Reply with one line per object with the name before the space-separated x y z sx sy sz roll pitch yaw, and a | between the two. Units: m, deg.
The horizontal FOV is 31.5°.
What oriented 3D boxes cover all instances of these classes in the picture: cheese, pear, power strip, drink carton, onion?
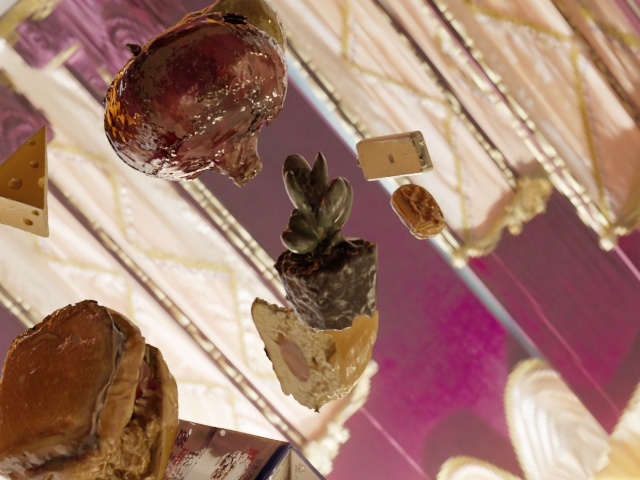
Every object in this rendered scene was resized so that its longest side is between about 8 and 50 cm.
cheese | -0.506 -0.112 1.980 0.093 0.126 0.171 103 3 -56
pear | -0.131 -0.289 1.663 0.167 0.137 0.167 -31 -157 15
power strip | 0.137 -0.160 2.148 0.035 0.081 0.192 -26 -167 -34
drink carton | -0.127 0.313 1.422 0.315 0.107 0.131 -3 -137 55
onion | -0.148 -0.165 1.439 0.252 0.219 0.252 -31 180 0

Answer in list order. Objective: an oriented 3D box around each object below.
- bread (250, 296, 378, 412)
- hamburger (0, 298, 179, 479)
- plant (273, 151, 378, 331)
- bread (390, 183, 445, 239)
bread | -0.023 0.226 2.187 0.183 0.224 0.211 3 -96 36
hamburger | -0.280 0.205 1.350 0.244 0.163 0.244 -23 -131 29
plant | -0.001 0.001 1.715 0.146 0.275 0.149 19 -137 38
bread | 0.172 -0.052 1.984 0.083 0.111 0.044 -13 150 -41
